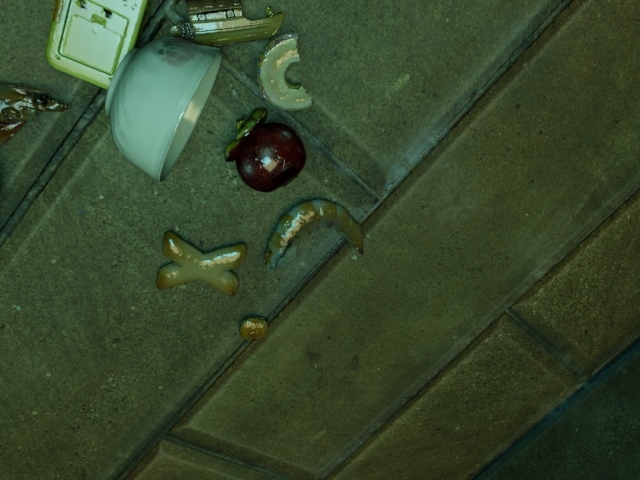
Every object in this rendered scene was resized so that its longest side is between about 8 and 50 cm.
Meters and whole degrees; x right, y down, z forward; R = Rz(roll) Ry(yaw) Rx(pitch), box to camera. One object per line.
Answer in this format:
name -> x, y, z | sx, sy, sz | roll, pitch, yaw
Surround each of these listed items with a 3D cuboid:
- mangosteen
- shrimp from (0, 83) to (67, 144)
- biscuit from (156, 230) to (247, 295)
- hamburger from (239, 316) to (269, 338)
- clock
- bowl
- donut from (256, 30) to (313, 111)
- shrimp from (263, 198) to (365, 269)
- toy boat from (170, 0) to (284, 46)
mangosteen -> -0.124, -0.196, 0.988 | 0.166, 0.166, 0.180 | -44, 90, 10
shrimp -> -0.642, -0.234, 0.866 | 0.287, 0.063, 0.152 | 0, 120, -12
biscuit -> -0.301, 0.065, 1.138 | 0.207, 0.047, 0.164 | 9, 114, -20
hamburger -> -0.189, 0.248, 1.272 | 0.083, 0.044, 0.076 | 3, 116, -15
clock -> -0.406, -0.398, 0.825 | 0.143, 0.096, 0.202 | 19, 110, -22
bowl -> -0.303, -0.262, 0.841 | 0.145, 0.277, 0.277 | 25, 109, -13
donut -> -0.084, -0.352, 0.953 | 0.108, 0.065, 0.166 | -17, 132, -5
shrimp -> -0.011, -0.024, 1.174 | 0.286, 0.068, 0.185 | -10, 124, -22
toy boat -> -0.183, -0.435, 0.885 | 0.225, 0.068, 0.088 | -13, 117, -10
